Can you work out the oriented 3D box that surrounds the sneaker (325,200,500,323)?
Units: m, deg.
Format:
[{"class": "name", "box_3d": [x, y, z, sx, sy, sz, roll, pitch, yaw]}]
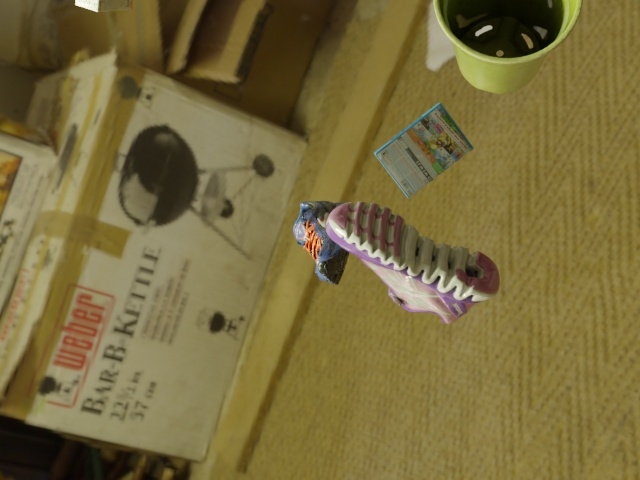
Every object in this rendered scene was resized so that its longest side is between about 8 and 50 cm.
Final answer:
[{"class": "sneaker", "box_3d": [0.108, 0.037, 1.207, 0.104, 0.236, 0.095, -61, 5, 41]}]

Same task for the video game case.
[{"class": "video game case", "box_3d": [0.208, -0.181, 1.876, 0.166, 0.119, 0.015, -37, 15, 6]}]

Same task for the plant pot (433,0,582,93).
[{"class": "plant pot", "box_3d": [0.365, -0.425, 1.865, 0.254, 0.276, 0.276, 68, -146, -73]}]

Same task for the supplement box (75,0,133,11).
[{"class": "supplement box", "box_3d": [-0.423, -0.474, 1.826, 0.062, 0.098, 0.036, 22, 115, 26]}]

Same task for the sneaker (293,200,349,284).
[{"class": "sneaker", "box_3d": [0.000, 0.000, 1.397, 0.221, 0.087, 0.083, -91, 14, -70]}]
